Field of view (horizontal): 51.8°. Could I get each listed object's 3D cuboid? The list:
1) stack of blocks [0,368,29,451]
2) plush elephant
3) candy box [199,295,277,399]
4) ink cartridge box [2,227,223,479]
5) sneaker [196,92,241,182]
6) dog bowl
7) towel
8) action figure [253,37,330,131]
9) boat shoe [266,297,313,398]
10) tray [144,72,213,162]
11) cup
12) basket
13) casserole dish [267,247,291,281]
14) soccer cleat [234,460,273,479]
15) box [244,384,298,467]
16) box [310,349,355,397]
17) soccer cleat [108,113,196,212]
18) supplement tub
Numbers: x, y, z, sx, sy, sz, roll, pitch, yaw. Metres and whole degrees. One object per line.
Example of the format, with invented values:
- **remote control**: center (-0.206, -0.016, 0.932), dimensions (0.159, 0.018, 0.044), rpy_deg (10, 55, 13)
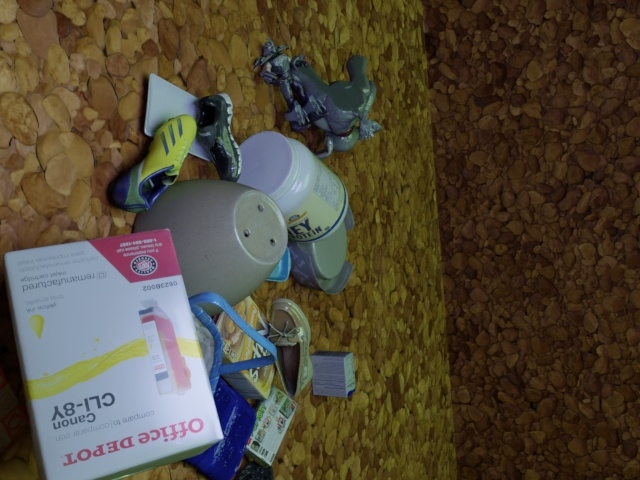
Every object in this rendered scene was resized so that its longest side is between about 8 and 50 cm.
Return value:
- **stack of blocks**: center (-0.591, 0.217, 0.997), dimensions (0.171, 0.087, 0.297), rpy_deg (-51, 133, -52)
- **plush elephant**: center (0.061, -0.405, 2.160), dimensions (0.272, 0.255, 0.329), rpy_deg (-21, 71, -22)
- **candy box**: center (-0.213, 0.262, 1.729), dimensions (0.316, 0.088, 0.182), rpy_deg (59, 38, -43)
- **ink cartridge box**: center (-0.354, 0.199, 1.114), dimensions (0.280, 0.160, 0.384), rpy_deg (-10, 72, -27)
- **sneaker**: center (-0.258, -0.249, 1.623), dimensions (0.106, 0.078, 0.234), rpy_deg (-15, 98, -59)
- **dog bowl**: center (0.000, 0.000, 2.145), dimensions (0.349, 0.102, 0.348), rpy_deg (6, 83, -63)
- **towel**: center (-0.268, 0.448, 1.627), dimensions (0.308, 0.076, 0.227), rpy_deg (57, 40, -45)
- **action figure**: center (-0.092, -0.474, 1.965), dimensions (0.185, 0.099, 0.284), rpy_deg (-42, 112, -34)
- **boat shoe**: center (-0.081, 0.290, 1.777), dimensions (0.089, 0.105, 0.285), rpy_deg (-56, 137, -58)
- **tray**: center (-0.334, -0.285, 1.589), dimensions (0.270, 0.030, 0.145), rpy_deg (19, 71, -61)
- **cup**: center (-0.216, -0.004, 1.492), dimensions (0.331, 0.237, 0.330), rpy_deg (22, 60, -45)
- **basket**: center (-0.267, 0.218, 1.379), dimensions (0.254, 0.289, 0.201), rpy_deg (51, 26, -39)
- **casserole dish**: center (-0.146, 0.062, 1.928), dimensions (0.188, 0.037, 0.114), rpy_deg (14, 76, -63)
- **soccer cleat**: center (-0.200, 0.739, 1.742), dimensions (0.116, 0.109, 0.318), rpy_deg (102, 1, -49)
- **box**: center (-0.149, 0.511, 1.839), dimensions (0.114, 0.036, 0.207), rpy_deg (41, 45, -12)
- **box**: center (0.041, 0.439, 2.174), dimensions (0.072, 0.126, 0.137), rpy_deg (-15, 103, -64)
- **soccer cleat**: center (-0.337, -0.167, 1.443), dimensions (0.289, 0.121, 0.093), rpy_deg (-59, 147, -34)
- **supplement tub**: center (-0.086, -0.145, 1.838), dimensions (0.325, 0.236, 0.235), rpy_deg (35, 58, -57)
